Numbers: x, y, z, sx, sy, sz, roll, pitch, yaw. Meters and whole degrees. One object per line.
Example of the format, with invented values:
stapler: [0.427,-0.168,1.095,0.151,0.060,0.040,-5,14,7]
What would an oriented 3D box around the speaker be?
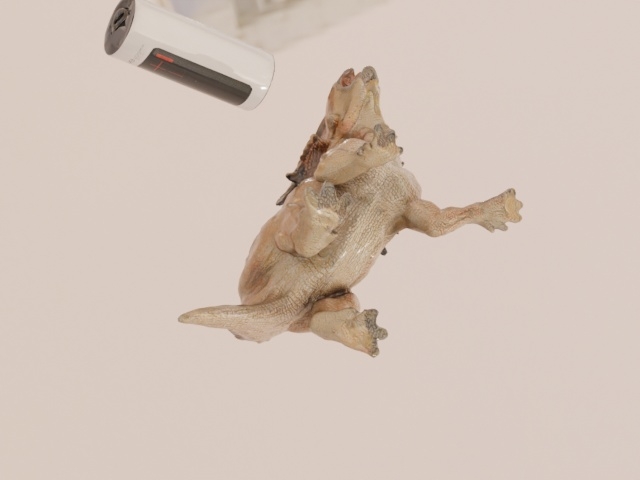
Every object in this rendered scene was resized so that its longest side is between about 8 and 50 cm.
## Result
speaker: [-0.108,-0.154,1.461,0.136,0.055,0.055,21,-126,-29]

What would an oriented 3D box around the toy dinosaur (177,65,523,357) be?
toy dinosaur: [0.000,0.000,1.264,0.296,0.127,0.200,-45,-162,-29]
